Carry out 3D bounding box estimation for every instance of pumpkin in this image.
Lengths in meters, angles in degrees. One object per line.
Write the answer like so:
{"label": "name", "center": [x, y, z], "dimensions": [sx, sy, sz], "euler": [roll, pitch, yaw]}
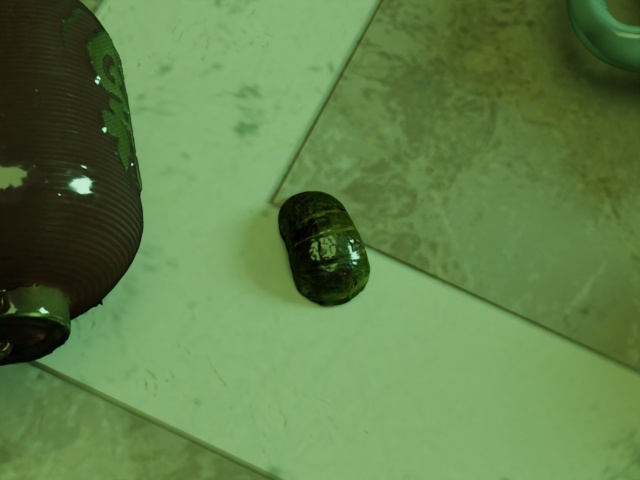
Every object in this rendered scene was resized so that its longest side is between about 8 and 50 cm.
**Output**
{"label": "pumpkin", "center": [0.001, -0.001, 1.010], "dimensions": [0.050, 0.028, 0.083], "euler": [-19, 63, -13]}

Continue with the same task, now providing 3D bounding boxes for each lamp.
{"label": "lamp", "center": [-0.190, -0.044, 0.937], "dimensions": [0.180, 0.180, 0.258], "euler": [-8, 66, -10]}

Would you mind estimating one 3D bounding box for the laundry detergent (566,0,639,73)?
{"label": "laundry detergent", "center": [0.276, -0.173, 1.087], "dimensions": [0.215, 0.105, 0.280], "euler": [14, 64, 0]}
